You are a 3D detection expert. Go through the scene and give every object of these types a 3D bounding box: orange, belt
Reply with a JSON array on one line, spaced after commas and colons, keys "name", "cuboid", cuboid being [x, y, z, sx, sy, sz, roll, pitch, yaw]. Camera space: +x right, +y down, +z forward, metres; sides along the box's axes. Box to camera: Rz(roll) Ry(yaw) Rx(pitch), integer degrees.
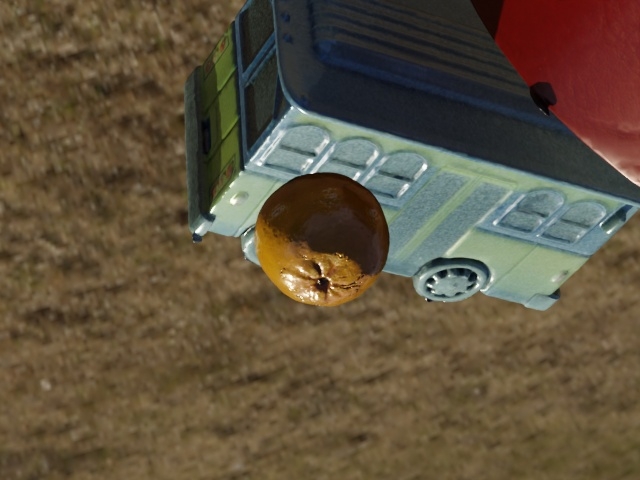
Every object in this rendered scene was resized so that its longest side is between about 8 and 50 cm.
[{"name": "orange", "cuboid": [0.000, 0.000, 0.898, 0.083, 0.070, 0.083, 7, 137, 7]}, {"name": "belt", "cuboid": [0.217, -0.133, 0.874, 0.227, 0.324, 0.115, -21, 158, -42]}]

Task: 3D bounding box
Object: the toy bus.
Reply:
[{"name": "toy bus", "cuboid": [0.073, -0.070, 1.074, 0.312, 0.152, 0.190, 13, 141, -25]}]
